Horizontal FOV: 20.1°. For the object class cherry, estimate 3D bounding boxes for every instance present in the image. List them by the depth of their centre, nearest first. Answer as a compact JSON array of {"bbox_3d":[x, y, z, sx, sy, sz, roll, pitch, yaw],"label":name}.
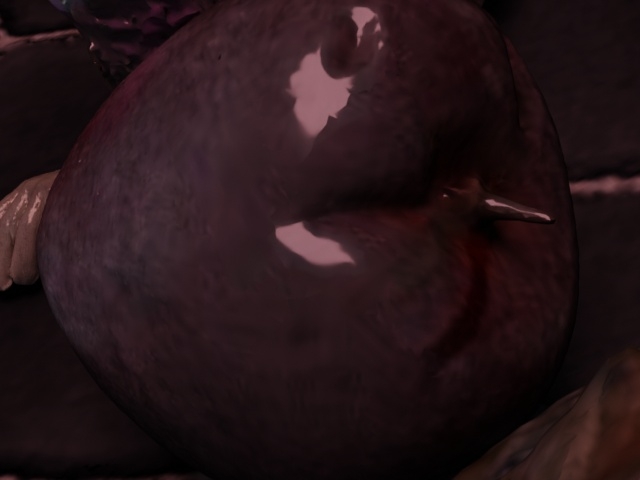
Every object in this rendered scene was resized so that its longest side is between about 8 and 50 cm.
[{"bbox_3d":[-0.001,0.004,0.567,0.176,0.176,0.140,23,16,37],"label":"cherry"}]

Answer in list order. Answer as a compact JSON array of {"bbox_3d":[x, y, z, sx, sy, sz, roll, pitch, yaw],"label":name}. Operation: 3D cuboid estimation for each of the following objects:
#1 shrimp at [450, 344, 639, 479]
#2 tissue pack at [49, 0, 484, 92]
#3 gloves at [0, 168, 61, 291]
[{"bbox_3d":[0.042,0.094,0.408,0.446,0.221,0.110,-38,72,10],"label":"shrimp"},{"bbox_3d":[-0.013,-0.163,0.702,0.123,0.215,0.256,-2,44,33],"label":"tissue pack"},{"bbox_3d":[-0.102,-0.012,0.706,0.081,0.037,0.044,-48,13,-21],"label":"gloves"}]
